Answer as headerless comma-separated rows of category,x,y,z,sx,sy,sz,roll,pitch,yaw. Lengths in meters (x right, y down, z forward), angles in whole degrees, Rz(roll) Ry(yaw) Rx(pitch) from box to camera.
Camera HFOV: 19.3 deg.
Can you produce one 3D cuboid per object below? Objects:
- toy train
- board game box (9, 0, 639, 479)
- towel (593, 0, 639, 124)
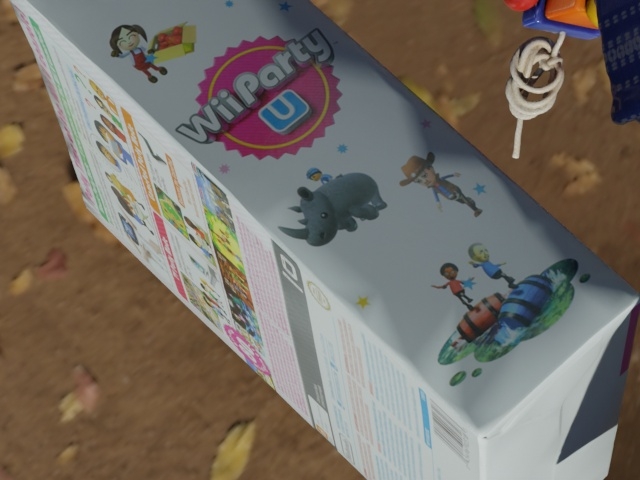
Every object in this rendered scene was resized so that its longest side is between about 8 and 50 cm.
toy train,0.204,-0.170,1.345,0.105,0.143,0.248,8,97,-25
board game box,0.000,0.000,0.871,0.097,0.224,0.303,-42,68,-16
towel,0.194,-0.243,0.874,0.243,0.040,0.336,-28,65,55
